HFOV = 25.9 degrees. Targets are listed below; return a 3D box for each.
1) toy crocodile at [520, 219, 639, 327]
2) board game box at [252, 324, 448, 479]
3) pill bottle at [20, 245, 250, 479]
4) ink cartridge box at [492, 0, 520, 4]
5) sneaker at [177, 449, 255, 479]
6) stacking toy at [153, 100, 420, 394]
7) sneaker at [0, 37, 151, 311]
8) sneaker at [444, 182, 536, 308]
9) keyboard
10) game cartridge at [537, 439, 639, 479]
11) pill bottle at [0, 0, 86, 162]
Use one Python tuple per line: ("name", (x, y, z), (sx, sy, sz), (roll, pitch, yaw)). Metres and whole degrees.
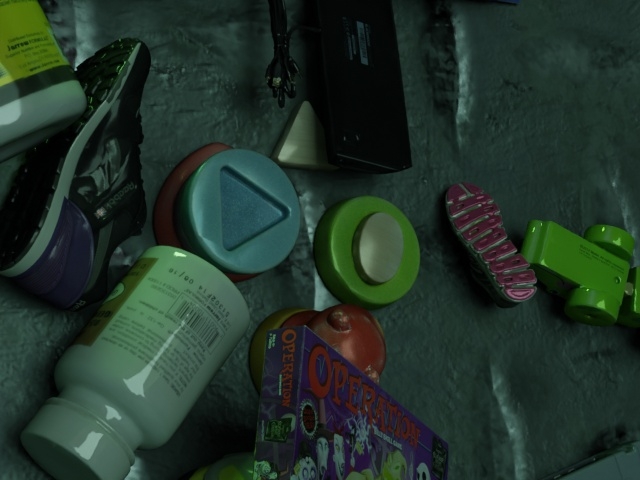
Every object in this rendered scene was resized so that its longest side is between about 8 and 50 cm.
("toy crocodile", (0.386, 0.069, 1.737), (0.341, 0.105, 0.115), (22, 67, -21))
("board game box", (0.038, 0.243, 1.359), (0.347, 0.056, 0.208), (43, 41, -52))
("pill bottle", (-0.178, 0.127, 1.331), (0.131, 0.131, 0.229), (44, 59, -16))
("ink cartridge box", (0.147, -0.395, 1.686), (0.311, 0.065, 0.185), (1, 75, -46))
("sneaker", (-0.061, 0.395, 1.344), (0.145, 0.147, 0.384), (43, 41, -70))
("stacking toy", (0.000, 0.000, 1.479), (0.279, 0.130, 0.309), (-44, 103, -32))
("sneaker", (-0.224, -0.064, 1.387), (0.124, 0.107, 0.283), (39, 63, -36))
("sneaker", (0.194, 0.012, 1.646), (0.063, 0.074, 0.170), (-24, 68, -18))
("keyboard", (0.009, -0.228, 1.574), (0.202, 0.033, 0.317), (13, 61, -37))
("game cartridge", (0.300, 0.370, 1.625), (0.294, 0.060, 0.196), (-15, 83, -34))
("pill bottle", (-0.368, -0.226, 1.265), (0.188, 0.188, 0.333), (-30, 94, -34))
